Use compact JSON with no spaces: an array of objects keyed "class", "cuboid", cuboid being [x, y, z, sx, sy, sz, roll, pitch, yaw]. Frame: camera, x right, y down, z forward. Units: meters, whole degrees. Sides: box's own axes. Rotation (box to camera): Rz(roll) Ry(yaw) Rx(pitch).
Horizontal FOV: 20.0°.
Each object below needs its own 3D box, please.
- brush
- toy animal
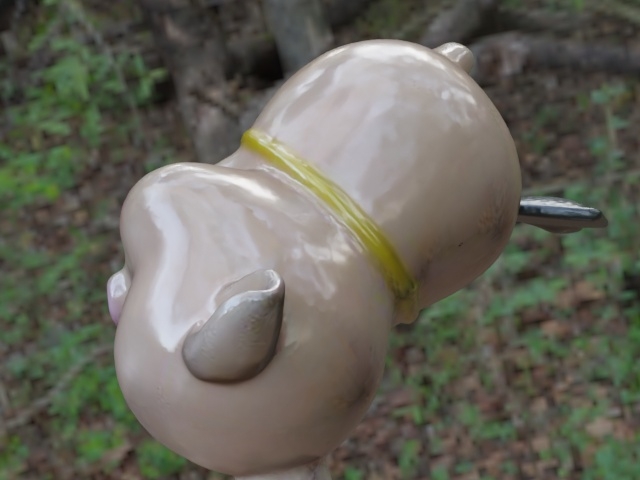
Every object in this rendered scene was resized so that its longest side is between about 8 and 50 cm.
[{"class":"brush","cuboid":[0.132,-0.013,1.025,0.063,0.016,0.193,7,-2,11]},{"class":"toy animal","cuboid":[0.002,0.002,0.843,0.149,0.165,0.248,8,49,37]}]
